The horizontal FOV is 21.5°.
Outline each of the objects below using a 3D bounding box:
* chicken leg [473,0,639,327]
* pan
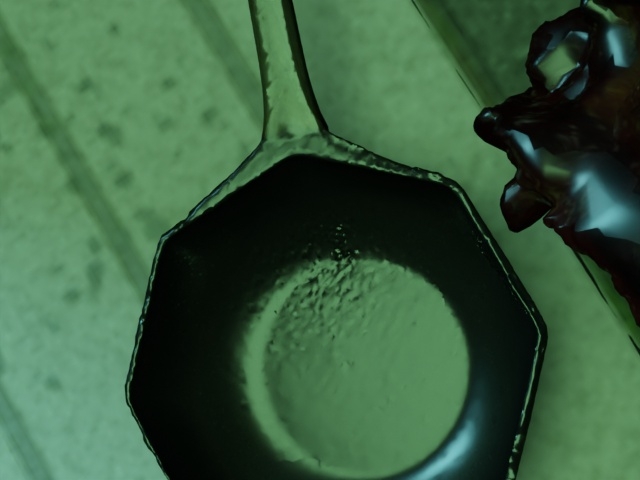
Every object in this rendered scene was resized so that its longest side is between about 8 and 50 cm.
[{"bbox_3d":[0.236,0.023,0.446,0.407,0.096,0.158,13,70,15],"label":"chicken leg"},{"bbox_3d":[0.016,0.003,0.528,0.128,0.048,0.201,14,91,16],"label":"pan"}]
